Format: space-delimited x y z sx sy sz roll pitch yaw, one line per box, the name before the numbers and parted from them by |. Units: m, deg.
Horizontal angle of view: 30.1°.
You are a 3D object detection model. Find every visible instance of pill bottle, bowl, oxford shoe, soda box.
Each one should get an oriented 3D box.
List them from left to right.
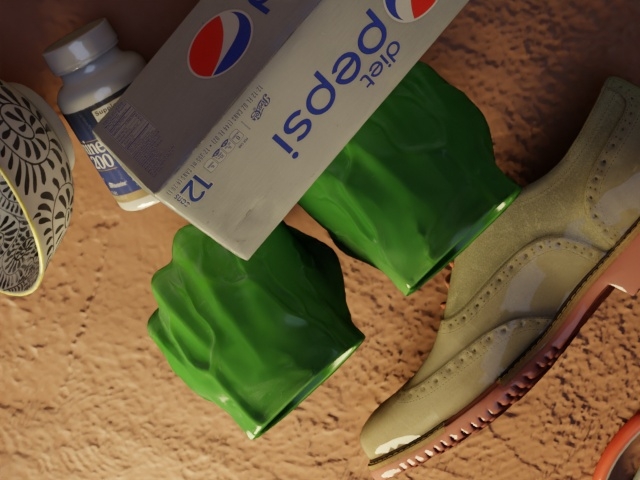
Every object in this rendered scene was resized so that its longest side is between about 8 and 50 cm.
bowl | -0.217 -0.053 0.791 0.080 0.170 0.170 -42 116 -34
pill bottle | -0.136 -0.086 0.804 0.067 0.067 0.120 -26 111 7
soda box | -0.003 -0.133 0.733 0.286 0.091 0.098 -50 138 1
oxford shoe | 0.136 0.033 0.865 0.130 0.123 0.348 46 105 9

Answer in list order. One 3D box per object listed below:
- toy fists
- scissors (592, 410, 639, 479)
toy fists | 0.000 0.000 0.817 0.279 0.096 0.142 -44 80 14
scissors | 0.324 0.106 0.936 0.109 0.021 0.297 24 110 -11
